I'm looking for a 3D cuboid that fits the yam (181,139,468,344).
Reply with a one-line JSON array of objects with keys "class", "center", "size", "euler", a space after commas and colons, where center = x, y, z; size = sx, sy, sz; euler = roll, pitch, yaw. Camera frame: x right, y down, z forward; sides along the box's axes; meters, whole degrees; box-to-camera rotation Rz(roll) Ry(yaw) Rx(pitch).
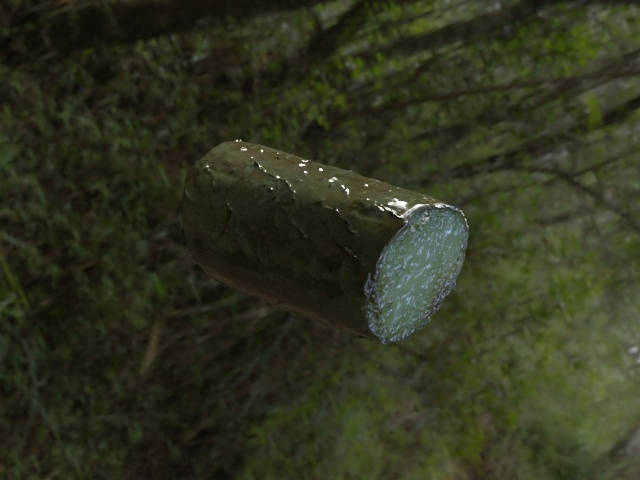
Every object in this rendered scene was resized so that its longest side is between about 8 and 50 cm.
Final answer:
[{"class": "yam", "center": [0.000, 0.000, 1.254], "size": [0.268, 0.161, 0.161], "euler": [17, -33, 37]}]
